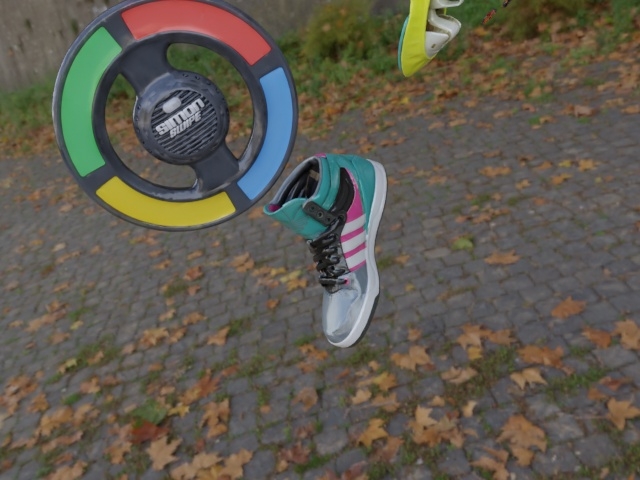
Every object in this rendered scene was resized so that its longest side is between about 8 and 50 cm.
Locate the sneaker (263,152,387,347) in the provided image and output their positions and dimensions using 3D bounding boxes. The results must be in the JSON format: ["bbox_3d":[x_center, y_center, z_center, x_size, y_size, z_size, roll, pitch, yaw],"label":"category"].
[{"bbox_3d":[0.000,0.000,0.958,0.179,0.295,0.124,16,-17,-34],"label":"sneaker"}]

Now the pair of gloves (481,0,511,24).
[{"bbox_3d":[0.348,-0.450,1.271,0.083,0.010,0.074,-39,1,6],"label":"pair of gloves"}]

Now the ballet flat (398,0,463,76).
[{"bbox_3d":[0.154,-0.313,0.881,0.077,0.231,0.077,26,51,22],"label":"ballet flat"}]

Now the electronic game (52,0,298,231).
[{"bbox_3d":[-0.131,-0.115,0.621,0.229,0.229,0.048,-21,29,-10],"label":"electronic game"}]
